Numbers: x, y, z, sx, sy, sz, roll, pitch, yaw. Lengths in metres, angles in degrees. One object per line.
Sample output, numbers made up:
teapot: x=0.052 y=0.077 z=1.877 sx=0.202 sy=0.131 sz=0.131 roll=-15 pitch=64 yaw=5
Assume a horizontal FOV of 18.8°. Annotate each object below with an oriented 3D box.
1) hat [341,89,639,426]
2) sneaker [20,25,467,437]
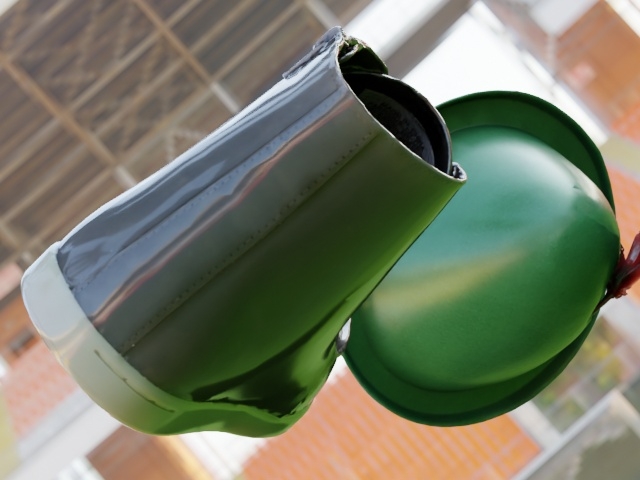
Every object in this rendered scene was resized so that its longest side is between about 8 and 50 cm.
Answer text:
hat: x=0.125 y=0.020 z=0.935 sx=0.173 sy=0.183 sz=0.209 roll=8 pitch=-79 yaw=-30
sneaker: x=0.000 y=0.000 z=0.616 sx=0.118 sy=0.083 sz=0.222 roll=-38 pitch=-5 yaw=11
